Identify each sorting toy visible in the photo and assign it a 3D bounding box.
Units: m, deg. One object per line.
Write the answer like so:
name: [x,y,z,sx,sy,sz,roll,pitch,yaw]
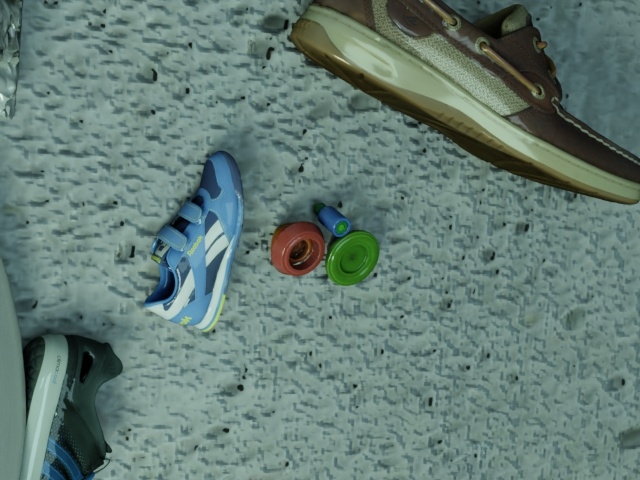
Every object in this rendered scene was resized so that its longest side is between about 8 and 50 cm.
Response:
sorting toy: [0.000,0.000,0.996,0.102,0.042,0.061,8,112,-36]

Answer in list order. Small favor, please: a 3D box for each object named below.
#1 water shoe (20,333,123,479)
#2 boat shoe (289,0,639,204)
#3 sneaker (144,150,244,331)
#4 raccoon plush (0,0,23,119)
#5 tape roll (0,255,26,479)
water shoe: [-0.198,0.174,0.919,0.080,0.073,0.203,8,97,-28]
boat shoe: [0.144,-0.137,0.989,0.342,0.123,0.123,26,90,-19]
sneaker: [-0.098,-0.001,0.942,0.059,0.053,0.144,10,94,-23]
raccoon plush: [-0.321,-0.290,0.719,0.299,0.216,0.447,3,99,-16]
tape roll: [-0.303,0.089,0.709,0.072,0.392,0.392,-6,105,17]
